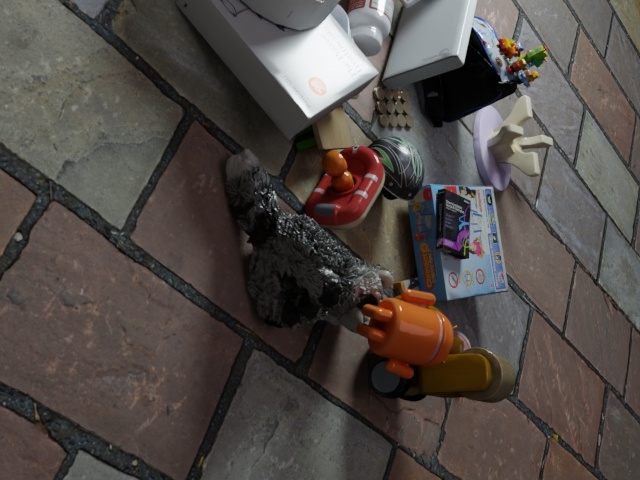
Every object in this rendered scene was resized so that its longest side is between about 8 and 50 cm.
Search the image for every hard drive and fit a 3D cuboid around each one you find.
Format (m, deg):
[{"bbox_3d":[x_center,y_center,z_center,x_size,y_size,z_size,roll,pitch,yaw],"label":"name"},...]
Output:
[{"bbox_3d":[0.305,-0.581,1.974,0.047,0.233,0.353,41,52,-37],"label":"hard drive"}]

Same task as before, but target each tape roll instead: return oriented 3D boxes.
[{"bbox_3d":[-0.073,-0.594,1.552,0.286,0.100,0.286,17,55,-27],"label":"tape roll"}]

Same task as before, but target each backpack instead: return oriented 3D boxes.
[{"bbox_3d":[0.413,-0.499,2.066,0.213,0.276,0.263,-33,99,-49],"label":"backpack"}]

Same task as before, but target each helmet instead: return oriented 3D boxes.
[{"bbox_3d":[0.179,-0.175,1.816,0.169,0.161,0.169,12,73,-43],"label":"helmet"}]

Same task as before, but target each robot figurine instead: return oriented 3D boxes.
[{"bbox_3d":[0.186,0.197,1.532,0.219,0.128,0.158,18,49,-23],"label":"robot figurine"}]

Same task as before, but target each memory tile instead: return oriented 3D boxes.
[{"bbox_3d":[0.201,-0.363,1.987,0.148,0.012,0.113,-8,86,-45],"label":"memory tile"}]

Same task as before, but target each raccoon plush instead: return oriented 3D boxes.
[{"bbox_3d":[0.000,0.000,1.583,0.299,0.216,0.446,-12,89,-54],"label":"raccoon plush"}]

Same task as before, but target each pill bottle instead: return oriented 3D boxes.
[{"bbox_3d":[0.128,-0.592,1.890,0.121,0.121,0.216,29,62,-37],"label":"pill bottle"}]

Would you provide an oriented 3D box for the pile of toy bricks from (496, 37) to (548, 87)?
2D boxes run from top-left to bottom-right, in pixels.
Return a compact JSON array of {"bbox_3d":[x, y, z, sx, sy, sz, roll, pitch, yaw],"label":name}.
[{"bbox_3d":[0.563,-0.488,1.953,0.212,0.105,0.118,10,57,-56],"label":"pile of toy bricks"}]

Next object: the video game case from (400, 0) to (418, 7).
[{"bbox_3d":[0.294,-0.780,1.985,0.285,0.025,0.204,-33,72,-5],"label":"video game case"}]

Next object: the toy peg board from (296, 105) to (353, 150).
[{"bbox_3d":[-0.008,-0.287,1.731,0.161,0.079,0.161,-17,93,-61],"label":"toy peg board"}]

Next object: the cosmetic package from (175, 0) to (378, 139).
[{"bbox_3d":[-0.085,-0.438,1.587,0.377,0.097,0.284,50,50,-1],"label":"cosmetic package"}]

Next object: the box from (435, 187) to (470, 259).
[{"bbox_3d":[0.344,-0.042,1.881,0.116,0.029,0.162,19,68,-41],"label":"box"}]

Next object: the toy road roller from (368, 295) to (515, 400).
[{"bbox_3d":[0.274,0.251,1.697,0.202,0.330,0.240,27,61,-60],"label":"toy road roller"}]

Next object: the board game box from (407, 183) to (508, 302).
[{"bbox_3d":[0.379,0.006,1.988,0.302,0.086,0.308,-2,83,-45],"label":"board game box"}]

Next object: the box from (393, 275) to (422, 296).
[{"bbox_3d":[0.251,0.138,1.914,0.136,0.028,0.081,-11,89,-44],"label":"box"}]

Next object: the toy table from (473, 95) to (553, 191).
[{"bbox_3d":[0.592,-0.302,2.260,0.252,0.161,0.274,-9,87,-46],"label":"toy table"}]

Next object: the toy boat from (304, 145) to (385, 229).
[{"bbox_3d":[0.048,-0.143,1.673,0.231,0.151,0.151,-59,141,-36],"label":"toy boat"}]

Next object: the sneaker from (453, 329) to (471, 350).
[{"bbox_3d":[0.380,0.314,1.984,0.070,0.051,0.134,-45,117,-47],"label":"sneaker"}]

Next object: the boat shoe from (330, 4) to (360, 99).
[{"bbox_3d":[0.043,-0.468,1.808,0.084,0.095,0.258,73,4,-71],"label":"boat shoe"}]
